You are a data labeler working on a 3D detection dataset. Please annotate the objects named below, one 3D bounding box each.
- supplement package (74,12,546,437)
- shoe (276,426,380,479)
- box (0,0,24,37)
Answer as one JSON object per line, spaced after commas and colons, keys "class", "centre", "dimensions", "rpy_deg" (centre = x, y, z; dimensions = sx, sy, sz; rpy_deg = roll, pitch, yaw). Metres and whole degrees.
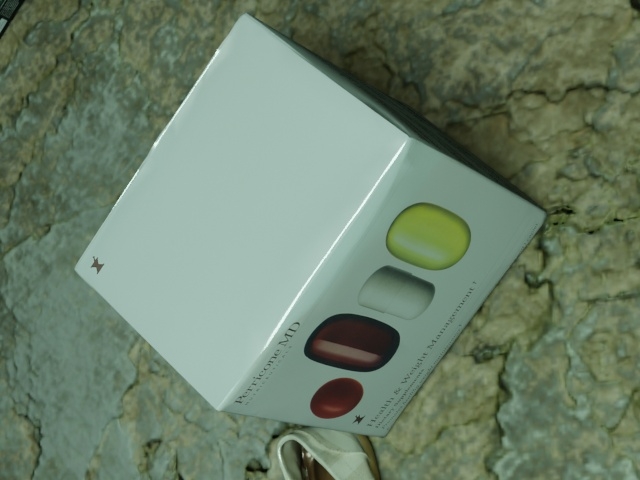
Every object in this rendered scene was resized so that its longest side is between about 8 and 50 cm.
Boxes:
{"class": "supplement package", "centre": [0.000, 0.000, 0.875], "dimensions": [0.149, 0.203, 0.194], "rpy_deg": [40, 101, 32]}
{"class": "shoe", "centre": [0.029, 0.216, 0.892], "dimensions": [0.076, 0.058, 0.219], "rpy_deg": [-35, 63, 20]}
{"class": "box", "centre": [-0.265, -0.287, 1.200], "dimensions": [0.114, 0.036, 0.207], "rpy_deg": [41, 101, 31]}
